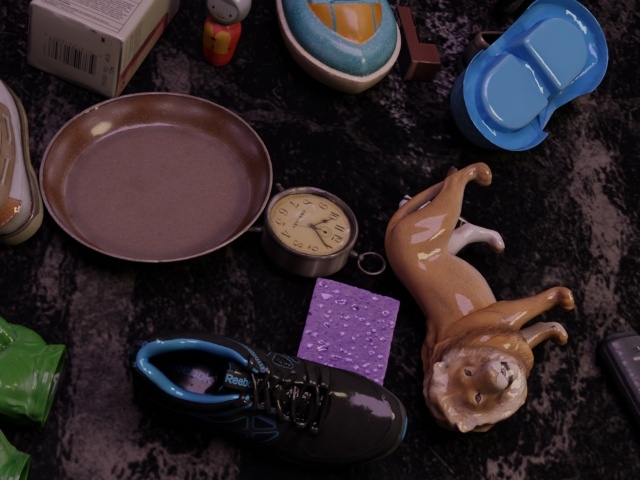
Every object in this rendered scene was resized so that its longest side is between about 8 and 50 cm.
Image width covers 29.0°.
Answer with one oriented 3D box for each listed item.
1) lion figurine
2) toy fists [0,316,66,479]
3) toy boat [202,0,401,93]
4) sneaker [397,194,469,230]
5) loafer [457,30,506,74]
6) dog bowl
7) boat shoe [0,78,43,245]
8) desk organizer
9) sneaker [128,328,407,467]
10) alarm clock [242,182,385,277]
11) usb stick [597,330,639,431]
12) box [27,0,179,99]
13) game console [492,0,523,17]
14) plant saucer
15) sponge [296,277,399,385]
[{"bbox_3d":[0.179,0.068,1.636,0.240,0.142,0.392,-19,54,-18],"label":"lion figurine"},{"bbox_3d":[-0.389,0.204,1.393,0.142,0.096,0.279,13,51,-4],"label":"toy fists"},{"bbox_3d":[-0.027,-0.341,1.893,0.318,0.148,0.267,-8,55,-22],"label":"toy boat"},{"bbox_3d":[0.163,-0.039,1.777,0.109,0.040,0.043,17,41,-7],"label":"sneaker"},{"bbox_3d":[0.355,-0.304,2.011,0.268,0.084,0.096,-8,55,-21],"label":"loafer"},{"bbox_3d":[0.317,-0.253,1.914,0.297,0.074,0.166,-43,100,-24],"label":"dog bowl"},{"bbox_3d":[-0.448,-0.139,1.621,0.113,0.103,0.302,-32,60,4],"label":"boat shoe"},{"bbox_3d":[0.151,-0.317,1.991,0.050,0.047,0.130,2,52,-17],"label":"desk organizer"},{"bbox_3d":[-0.064,0.189,1.449,0.341,0.139,0.125,13,80,1],"label":"sneaker"},{"bbox_3d":[0.000,0.000,1.681,0.192,0.064,0.129,25,47,11],"label":"alarm clock"},{"bbox_3d":[0.454,0.241,1.631,0.077,0.045,0.278,-9,55,-21],"label":"usb stick"},{"bbox_3d":[-0.314,-0.345,1.829,0.149,0.127,0.232,23,50,3],"label":"box"},{"bbox_3d":[0.408,-0.526,2.134,0.044,0.213,0.361,34,62,11],"label":"game console"},{"bbox_3d":[-0.221,-0.079,1.675,0.311,0.050,0.310,3,51,-4],"label":"plant saucer"},{"bbox_3d":[0.029,0.149,1.594,0.117,0.031,0.210,16,51,-1],"label":"sponge"}]
